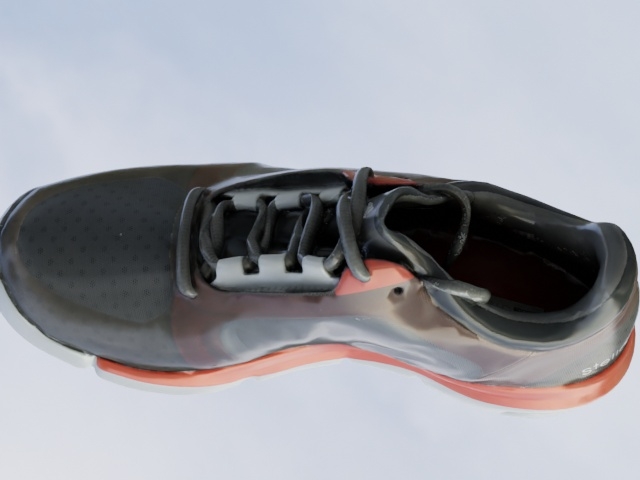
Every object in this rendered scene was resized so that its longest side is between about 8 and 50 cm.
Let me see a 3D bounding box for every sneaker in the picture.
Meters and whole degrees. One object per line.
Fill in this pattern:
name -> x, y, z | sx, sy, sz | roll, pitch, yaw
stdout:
sneaker -> 0.000, 0.000, 0.422 | 0.158, 0.065, 0.061 | 4, -116, -1
